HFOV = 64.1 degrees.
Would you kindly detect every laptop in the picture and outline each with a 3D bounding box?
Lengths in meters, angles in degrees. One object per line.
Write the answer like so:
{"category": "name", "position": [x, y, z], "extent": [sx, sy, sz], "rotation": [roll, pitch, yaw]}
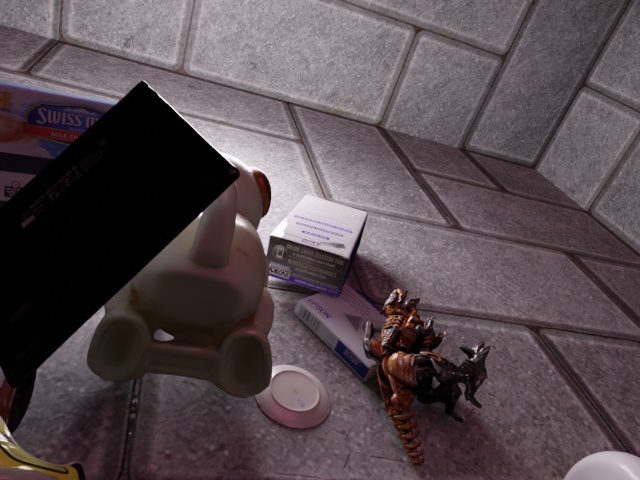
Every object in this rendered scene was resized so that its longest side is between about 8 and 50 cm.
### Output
{"category": "laptop", "position": [-0.333, -0.031, 0.820], "extent": [0.408, 0.382, 0.236], "rotation": [43, -5, 30]}

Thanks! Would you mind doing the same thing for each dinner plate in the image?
{"category": "dinner plate", "position": [-0.048, 0.270, 0.907], "extent": [0.141, 0.017, 0.141], "rotation": [16, 30, -10]}

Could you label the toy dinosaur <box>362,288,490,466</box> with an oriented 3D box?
{"category": "toy dinosaur", "position": [0.180, 0.250, 0.972], "extent": [0.218, 0.164, 0.322], "rotation": [14, 72, -8]}

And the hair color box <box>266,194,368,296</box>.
{"category": "hair color box", "position": [0.000, 0.000, 1.266], "extent": [0.185, 0.110, 0.339], "rotation": [17, 21, 7]}

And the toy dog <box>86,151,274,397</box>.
{"category": "toy dog", "position": [-0.218, 0.001, 0.893], "extent": [0.284, 0.396, 0.408], "rotation": [3, 38, -7]}

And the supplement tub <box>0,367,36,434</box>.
{"category": "supplement tub", "position": [-0.489, 0.188, 0.662], "extent": [0.197, 0.106, 0.106], "rotation": [13, 29, -15]}

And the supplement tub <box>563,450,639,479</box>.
{"category": "supplement tub", "position": [0.544, 0.460, 0.733], "extent": [0.331, 0.241, 0.241], "rotation": [17, 29, -7]}

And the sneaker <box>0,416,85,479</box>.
{"category": "sneaker", "position": [-0.454, 0.251, 0.571], "extent": [0.384, 0.145, 0.147], "rotation": [32, 21, -2]}

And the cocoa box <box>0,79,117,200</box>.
{"category": "cocoa box", "position": [-0.577, -0.206, 1.098], "extent": [0.346, 0.228, 0.231], "rotation": [5, 12, -27]}

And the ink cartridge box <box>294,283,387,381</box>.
{"category": "ink cartridge box", "position": [0.094, 0.182, 1.118], "extent": [0.223, 0.045, 0.223], "rotation": [39, 33, 30]}
